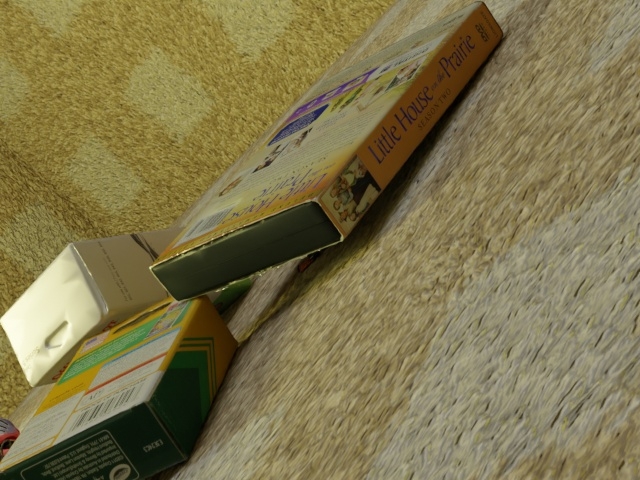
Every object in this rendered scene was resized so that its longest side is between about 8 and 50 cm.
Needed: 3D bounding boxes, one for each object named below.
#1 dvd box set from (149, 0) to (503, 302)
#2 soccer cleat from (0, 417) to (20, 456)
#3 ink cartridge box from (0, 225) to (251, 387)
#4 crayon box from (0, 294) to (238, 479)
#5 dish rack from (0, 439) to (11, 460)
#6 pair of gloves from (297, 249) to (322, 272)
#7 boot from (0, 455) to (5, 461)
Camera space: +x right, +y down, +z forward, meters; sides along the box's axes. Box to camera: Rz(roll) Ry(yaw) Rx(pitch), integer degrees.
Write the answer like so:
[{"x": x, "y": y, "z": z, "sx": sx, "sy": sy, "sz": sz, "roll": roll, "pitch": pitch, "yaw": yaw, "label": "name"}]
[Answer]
[{"x": 0.013, "y": -0.108, "z": 1.531, "sx": 0.307, "sy": 0.062, "sz": 0.420, "roll": -22, "pitch": 22, "yaw": 45, "label": "dvd box set"}, {"x": -0.495, "y": 0.328, "z": 2.018, "sx": 0.095, "sy": 0.083, "sz": 0.248, "roll": -24, "pitch": 7, "yaw": 2, "label": "soccer cleat"}, {"x": -0.261, "y": 0.085, "z": 1.750, "sx": 0.272, "sy": 0.115, "sz": 0.198, "roll": -8, "pitch": -27, "yaw": -51, "label": "ink cartridge box"}, {"x": -0.213, "y": 0.173, "z": 1.446, "sx": 0.203, "sy": 0.083, "sz": 0.323, "roll": -27, "pitch": 16, "yaw": 17, "label": "crayon box"}, {"x": -0.441, "y": 0.285, "z": 1.605, "sx": 0.208, "sy": 0.271, "sz": 0.074, "roll": 6, "pitch": -85, "yaw": -59, "label": "dish rack"}, {"x": 0.000, "y": 0.000, "z": 1.555, "sx": 0.074, "sy": 0.010, "sz": 0.083, "roll": -46, "pitch": 10, "yaw": 17, "label": "pair of gloves"}, {"x": -0.480, "y": 0.282, "z": 1.784, "sx": 0.264, "sy": 0.280, "sz": 0.096, "roll": -49, "pitch": -6, "yaw": 12, "label": "boot"}]
